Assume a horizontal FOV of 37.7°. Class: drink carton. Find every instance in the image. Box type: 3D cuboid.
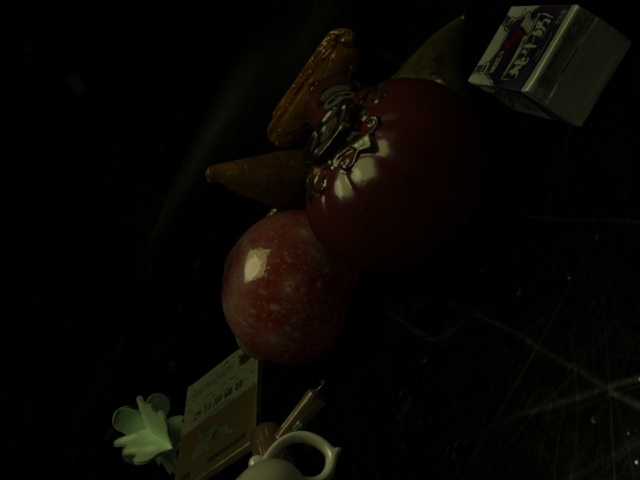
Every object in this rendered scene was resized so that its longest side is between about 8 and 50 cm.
[{"bbox_3d":[0.316,-0.251,1.323,0.134,0.102,0.222,-62,17,6],"label":"drink carton"}]

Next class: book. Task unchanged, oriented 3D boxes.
[{"bbox_3d":[-0.197,0.342,1.850,0.217,0.021,0.310,-37,26,20],"label":"book"}]

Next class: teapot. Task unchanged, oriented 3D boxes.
[{"bbox_3d":[-0.061,0.397,1.312,0.208,0.165,0.300,77,-150,-49],"label":"teapot"}]

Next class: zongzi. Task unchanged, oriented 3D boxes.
[{"bbox_3d":[0.230,-0.300,1.629,0.256,0.115,0.228,-52,21,-6],"label":"zongzi"}]

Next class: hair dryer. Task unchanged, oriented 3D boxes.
[{"bbox_3d":[-0.044,0.304,1.529,0.182,0.064,0.117,-53,20,7],"label":"hair dryer"}]

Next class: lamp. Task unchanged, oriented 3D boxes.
[{"bbox_3d":[0.108,-0.097,1.393,0.303,0.257,0.303,-49,21,26],"label":"lamp"}]

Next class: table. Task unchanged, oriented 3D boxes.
[{"bbox_3d":[-0.343,0.424,2.001,0.198,0.166,0.166,6,69,62],"label":"table"}]

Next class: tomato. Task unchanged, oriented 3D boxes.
[{"bbox_3d":[-0.057,0.074,1.622,0.270,0.227,0.270,-158,90,-78],"label":"tomato"}]

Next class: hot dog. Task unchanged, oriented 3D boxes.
[{"bbox_3d":[-0.009,-0.367,2.318,0.349,0.117,0.158,-51,15,32],"label":"hot dog"}]

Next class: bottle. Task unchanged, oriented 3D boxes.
[{"bbox_3d":[0.066,-0.228,1.892,0.144,0.144,0.336,-56,22,14],"label":"bottle"}]

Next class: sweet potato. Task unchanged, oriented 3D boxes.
[{"bbox_3d":[-0.041,-0.109,1.685,0.131,0.336,0.131,-169,90,-74],"label":"sweet potato"}]

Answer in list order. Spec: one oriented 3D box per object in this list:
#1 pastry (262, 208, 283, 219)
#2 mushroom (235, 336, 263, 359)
[{"bbox_3d":[-0.047,-0.059,1.907,0.229,0.100,0.218,-46,3,35],"label":"pastry"},{"bbox_3d":[-0.100,0.156,1.803,0.154,0.122,0.154,4,-90,-76],"label":"mushroom"}]
